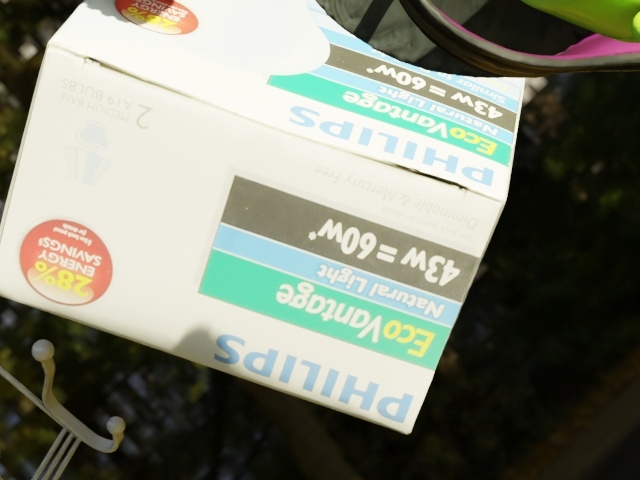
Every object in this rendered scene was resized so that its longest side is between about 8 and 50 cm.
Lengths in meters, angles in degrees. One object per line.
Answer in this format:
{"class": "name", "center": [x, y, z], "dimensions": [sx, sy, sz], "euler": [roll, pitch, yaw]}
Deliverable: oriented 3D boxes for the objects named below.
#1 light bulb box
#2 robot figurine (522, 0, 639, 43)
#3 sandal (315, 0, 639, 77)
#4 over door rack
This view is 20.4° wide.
{"class": "light bulb box", "center": [-0.035, -0.075, 1.457], "dimensions": [0.361, 0.358, 0.225], "euler": [-72, 1, -61]}
{"class": "robot figurine", "center": [0.121, -0.123, 0.753], "dimensions": [0.115, 0.101, 0.067], "euler": [13, -75, -44]}
{"class": "sandal", "center": [0.148, -0.145, 0.867], "dimensions": [0.107, 0.445, 0.168], "euler": [-19, -66, -47]}
{"class": "over door rack", "center": [-0.358, 0.171, 1.640], "dimensions": [0.108, 0.324, 0.239], "euler": [-45, 12, 49]}
